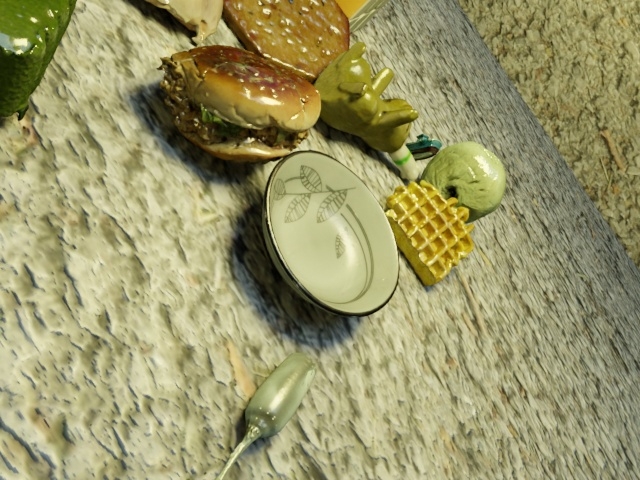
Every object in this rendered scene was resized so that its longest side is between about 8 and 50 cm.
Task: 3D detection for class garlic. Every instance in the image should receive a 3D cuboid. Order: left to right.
[{"bbox_3d":[-0.273,-0.502,0.995,0.228,0.110,0.217,45,35,-13],"label":"garlic"}]

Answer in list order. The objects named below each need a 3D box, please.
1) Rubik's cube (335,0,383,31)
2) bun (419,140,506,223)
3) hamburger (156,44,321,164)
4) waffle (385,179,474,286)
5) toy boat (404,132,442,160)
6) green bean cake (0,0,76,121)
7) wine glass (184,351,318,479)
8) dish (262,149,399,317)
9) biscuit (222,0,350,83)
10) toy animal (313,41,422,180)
[{"bbox_3d":[0.070,-0.761,1.404,0.292,0.291,0.290,51,38,-8],"label":"Rubik's cube"},{"bbox_3d":[0.351,-0.145,1.309,0.108,0.221,0.221,-4,66,-49],"label":"bun"},{"bbox_3d":[-0.140,-0.244,0.892,0.285,0.146,0.243,3,39,-27],"label":"hamburger"},{"bbox_3d":[0.262,-0.043,1.211,0.219,0.057,0.229,-33,89,-33],"label":"waffle"},{"bbox_3d":[0.262,-0.246,1.360,0.060,0.137,0.061,23,76,-24],"label":"toy boat"},{"bbox_3d":[-0.440,-0.302,0.624,0.246,0.156,0.250,26,46,-31],"label":"green bean cake"},{"bbox_3d":[-0.077,0.240,0.686,0.074,0.074,0.262,51,37,-5],"label":"wine glass"},{"bbox_3d":[0.000,0.000,0.918,0.316,0.106,0.317,25,49,-33],"label":"dish"},{"bbox_3d":[-0.075,-0.529,1.223,0.358,0.046,0.360,13,66,-30],"label":"biscuit"},{"bbox_3d":[0.146,-0.298,1.233,0.362,0.180,0.181,21,44,-39],"label":"toy animal"}]
